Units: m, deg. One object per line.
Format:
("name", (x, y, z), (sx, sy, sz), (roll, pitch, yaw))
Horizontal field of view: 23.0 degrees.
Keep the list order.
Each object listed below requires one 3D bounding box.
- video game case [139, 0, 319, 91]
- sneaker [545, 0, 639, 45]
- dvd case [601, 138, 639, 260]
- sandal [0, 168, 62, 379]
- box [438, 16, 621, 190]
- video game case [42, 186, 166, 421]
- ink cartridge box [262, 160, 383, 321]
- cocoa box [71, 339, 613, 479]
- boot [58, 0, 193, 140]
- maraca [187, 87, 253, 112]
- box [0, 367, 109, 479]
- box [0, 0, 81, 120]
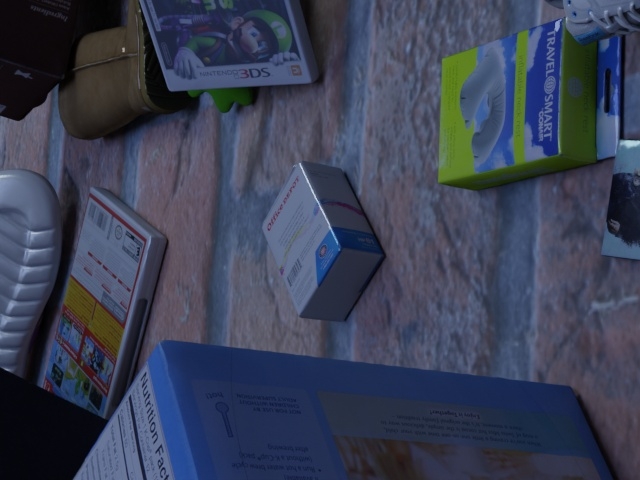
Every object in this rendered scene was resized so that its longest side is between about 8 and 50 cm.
("video game case", (-0.101, -0.237, 1.525), (0.173, 0.022, 0.190), (0, 120, 30))
("sneaker", (0.215, -0.164, 1.088), (0.083, 0.071, 0.190), (-53, 28, 6))
("dvd case", (0.242, -0.026, 1.082), (0.119, 0.013, 0.087), (10, 92, 58))
("sandal", (-0.435, 0.097, 2.085), (0.102, 0.169, 0.416), (-41, -33, -75))
("box", (0.158, -0.104, 1.212), (0.178, 0.042, 0.109), (-12, 73, 58))
("video game case", (-0.264, 0.098, 1.883), (0.204, 0.025, 0.285), (34, 112, 56))
("ink cartridge box", (0.000, 0.000, 1.440), (0.088, 0.052, 0.122), (-59, 39, 33))
("cocoa box", (0.021, 0.234, 1.061), (0.228, 0.347, 0.231), (-56, 39, 36))
("boot", (-0.232, -0.245, 1.850), (0.269, 0.089, 0.236), (-2, 80, 61))
("maraca", (-0.104, -0.220, 1.619), (0.127, 0.099, 0.185), (31, 129, 25))
("box", (-0.398, 0.310, 1.732), (0.312, 0.179, 0.343), (-65, 18, -16))
("box", (-0.379, -0.366, 2.007), (0.191, 0.143, 0.381), (-27, 52, 60))
